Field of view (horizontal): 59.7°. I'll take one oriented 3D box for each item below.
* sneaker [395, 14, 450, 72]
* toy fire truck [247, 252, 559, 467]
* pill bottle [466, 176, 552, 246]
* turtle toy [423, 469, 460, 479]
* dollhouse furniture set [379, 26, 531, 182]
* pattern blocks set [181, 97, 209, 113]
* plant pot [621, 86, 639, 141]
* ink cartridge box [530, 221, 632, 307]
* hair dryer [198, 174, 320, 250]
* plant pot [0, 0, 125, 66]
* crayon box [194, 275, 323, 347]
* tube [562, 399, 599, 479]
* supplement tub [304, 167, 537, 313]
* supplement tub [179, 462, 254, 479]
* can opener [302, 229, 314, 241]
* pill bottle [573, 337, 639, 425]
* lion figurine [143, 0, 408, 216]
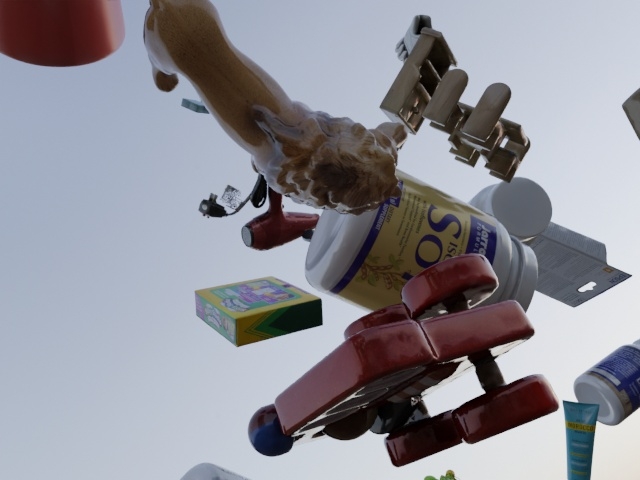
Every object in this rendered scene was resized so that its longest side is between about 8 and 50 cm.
[{"bbox_3d":[0.270,-0.447,1.392,0.110,0.292,0.118,-3,-35,-20],"label":"sneaker"},{"bbox_3d":[0.062,0.144,0.569,0.253,0.169,0.302,-4,-28,-34],"label":"toy fire truck"},{"bbox_3d":[0.391,-0.034,1.255,0.162,0.162,0.278,-20,-11,-11],"label":"pill bottle"},{"bbox_3d":[0.322,0.636,1.413,0.066,0.130,0.095,-62,-10,23],"label":"turtle toy"},{"bbox_3d":[0.254,-0.243,0.972,0.161,0.242,0.212,-60,-31,3],"label":"dollhouse furniture set"},{"bbox_3d":[-0.151,-0.284,1.290,0.325,0.285,0.026,-32,-37,-68],"label":"pattern blocks set"},{"bbox_3d":[0.563,-0.218,0.902,0.109,0.109,0.096,-27,-1,-24],"label":"plant pot"},{"bbox_3d":[0.673,0.062,1.638,0.324,0.330,0.071,102,-167,-67],"label":"ink cartridge box"},{"bbox_3d":[-0.093,-0.076,1.197,0.223,0.080,0.293,-47,-40,6],"label":"hair dryer"},{"bbox_3d":[-0.500,-0.499,1.021,0.274,0.275,0.243,-7,-35,-25],"label":"plant pot"},{"bbox_3d":[-0.219,0.231,1.911,0.313,0.363,0.106,-10,-76,-31],"label":"crayon box"},{"bbox_3d":[0.624,0.484,1.342,0.052,0.080,0.207,-27,-65,-67],"label":"tube"},{"bbox_3d":[0.165,0.030,0.946,0.331,0.241,0.241,24,-59,-11],"label":"supplement tub"},{"bbox_3d":[-0.094,0.521,0.916,0.338,0.207,0.207,33,-67,-22],"label":"supplement tub"},{"bbox_3d":[0.000,0.000,1.159,0.059,0.186,0.073,32,-93,-23],"label":"can opener"},{"bbox_3d":[0.850,0.381,1.548,0.264,0.153,0.153,-28,-39,-18],"label":"pill bottle"},{"bbox_3d":[-0.090,-0.168,0.620,0.392,0.240,0.142,34,-88,-20],"label":"lion figurine"}]
